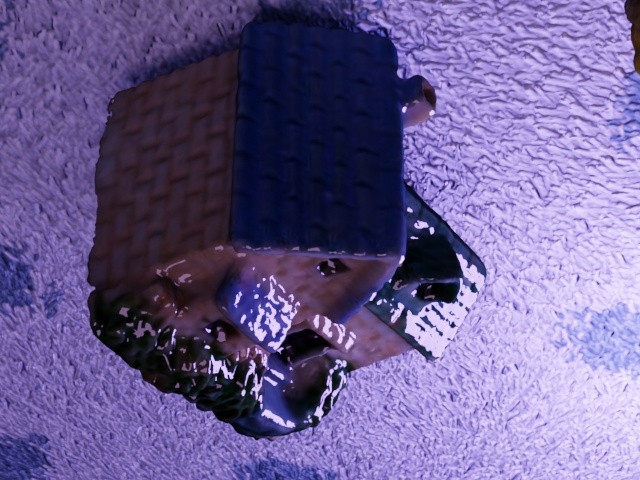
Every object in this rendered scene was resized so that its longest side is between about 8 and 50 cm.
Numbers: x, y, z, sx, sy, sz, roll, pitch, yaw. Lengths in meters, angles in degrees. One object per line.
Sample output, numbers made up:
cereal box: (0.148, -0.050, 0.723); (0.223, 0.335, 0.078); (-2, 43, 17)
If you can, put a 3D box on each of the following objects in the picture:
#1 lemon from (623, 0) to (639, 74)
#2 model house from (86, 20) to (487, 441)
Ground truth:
lemon: (0.515, -0.201, 1.449); (0.285, 0.285, 0.316); (-33, 97, 33)
model house: (0.000, 0.000, 1.626); (0.400, 0.395, 0.445); (-21, 138, 23)
